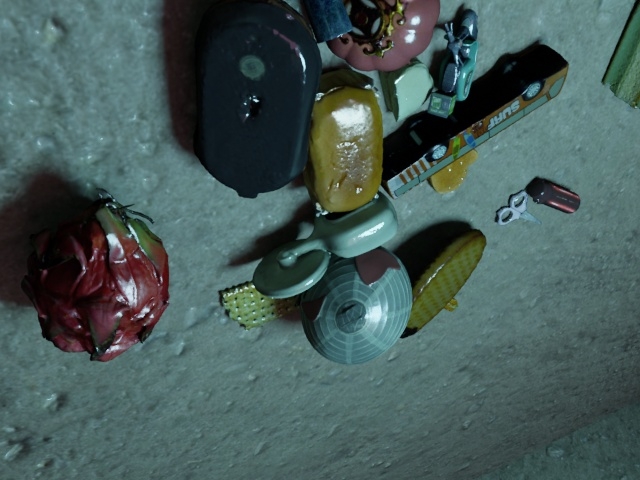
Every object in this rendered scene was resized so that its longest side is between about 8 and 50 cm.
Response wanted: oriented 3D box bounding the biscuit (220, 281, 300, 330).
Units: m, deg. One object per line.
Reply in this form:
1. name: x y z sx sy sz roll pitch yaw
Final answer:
1. biscuit: -0.107 0.126 1.301 0.203 0.016 0.144 -19 136 -18

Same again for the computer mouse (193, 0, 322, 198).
1. computer mouse: -0.095 -0.209 0.900 0.182 0.116 0.323 13 134 0

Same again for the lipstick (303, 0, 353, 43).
1. lipstick: -0.019 -0.381 0.798 0.053 0.053 0.234 -25 110 -10

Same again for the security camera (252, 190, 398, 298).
1. security camera: 0.000 0.000 1.155 0.301 0.157 0.080 -30 125 -5

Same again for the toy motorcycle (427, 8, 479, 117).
1. toy motorcycle: 0.236 -0.310 1.065 0.100 0.058 0.173 -41 146 -49

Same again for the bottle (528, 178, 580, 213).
1. bottle: 0.563 -0.105 1.482 0.164 0.060 0.060 13 121 -39

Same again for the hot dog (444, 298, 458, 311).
1. hot dog: 0.333 0.163 1.613 0.083 0.021 0.037 30 88 -43

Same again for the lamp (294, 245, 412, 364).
1. lamp: 0.074 0.127 1.255 0.265 0.233 0.233 -48 137 8

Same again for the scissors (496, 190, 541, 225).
1. scissors: 0.503 -0.064 1.515 0.189 0.015 0.100 18 115 -43

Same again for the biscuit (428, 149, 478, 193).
1. biscuit: 0.273 -0.161 1.271 0.118 0.023 0.140 -24 137 -12

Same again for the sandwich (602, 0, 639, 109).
1. sandwich: 0.688 -0.365 1.244 0.227 0.155 0.198 21 115 -43

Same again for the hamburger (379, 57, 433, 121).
1. hamburger: 0.155 -0.272 1.074 0.084 0.054 0.121 -31 141 -10

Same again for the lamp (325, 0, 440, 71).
1. lamp: 0.085 -0.338 0.893 0.182 0.140 0.182 11 127 16

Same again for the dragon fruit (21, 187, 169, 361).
1. dragon fruit: -0.326 0.051 0.928 0.233 0.234 0.293 -2 144 -31

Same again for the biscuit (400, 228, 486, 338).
1. biscuit: 0.276 0.103 1.436 0.318 0.040 0.318 -39 155 -22

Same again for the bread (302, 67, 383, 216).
1. bread: 0.034 -0.162 1.049 0.136 0.107 0.241 -19 132 -14

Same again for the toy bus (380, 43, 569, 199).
1. toy bus: 0.277 -0.228 1.161 0.408 0.093 0.092 -32 146 -1
